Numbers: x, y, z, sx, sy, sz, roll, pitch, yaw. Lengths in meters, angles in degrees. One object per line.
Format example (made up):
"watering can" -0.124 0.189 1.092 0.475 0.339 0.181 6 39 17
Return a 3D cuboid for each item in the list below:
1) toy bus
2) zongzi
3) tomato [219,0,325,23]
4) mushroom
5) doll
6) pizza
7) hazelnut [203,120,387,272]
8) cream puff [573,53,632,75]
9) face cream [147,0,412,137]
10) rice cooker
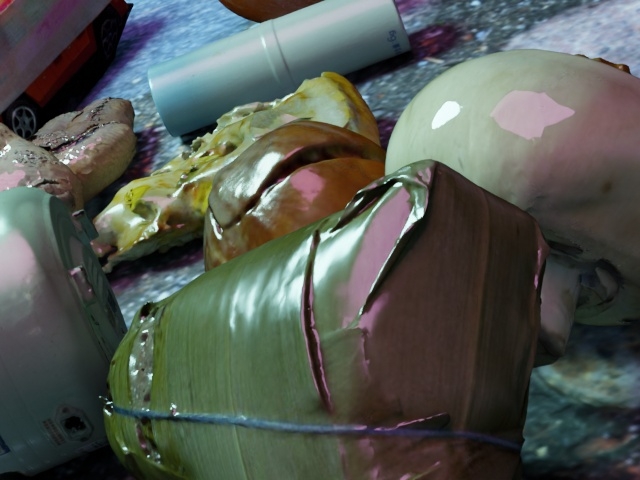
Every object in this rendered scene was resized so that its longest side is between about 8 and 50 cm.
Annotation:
"toy bus" -0.332 -0.196 2.000 0.127 0.147 0.302 -7 33 38
"zongzi" -0.012 0.184 1.183 0.356 0.174 0.393 -24 59 46
"tomato" -0.045 -0.324 1.933 0.184 0.208 0.208 -10 32 22
"mushroom" 0.159 -0.015 1.284 0.246 0.246 0.202 -2 62 33
"doll" -0.281 -0.078 1.764 0.201 0.156 0.303 -27 21 27
"pizza" -0.087 -0.061 1.674 0.297 0.071 0.189 -23 33 13
"hazelnut" 0.000 0.000 1.426 0.182 0.182 0.182 -18 30 11
"cream puff" 0.206 -0.085 1.464 0.122 0.116 0.094 -13 16 49
"face cream" -0.040 -0.177 1.819 0.250 0.077 0.077 -20 30 5
"rice cooker" -0.265 0.090 1.427 0.244 0.226 0.226 -23 30 -2
